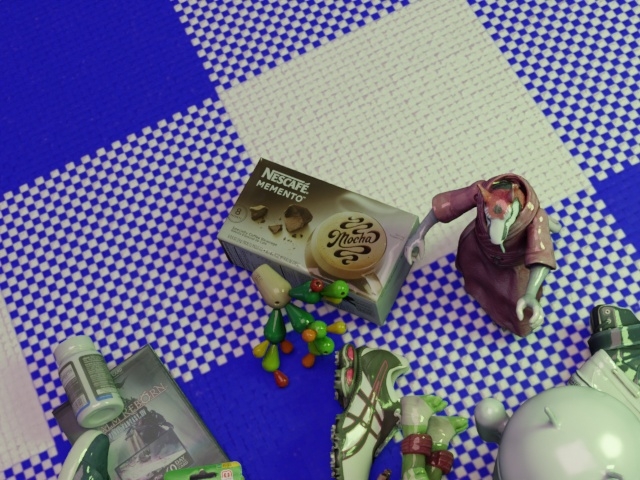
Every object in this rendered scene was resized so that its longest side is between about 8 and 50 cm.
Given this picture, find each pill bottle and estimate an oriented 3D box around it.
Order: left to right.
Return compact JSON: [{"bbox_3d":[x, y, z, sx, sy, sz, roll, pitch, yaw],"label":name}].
[{"bbox_3d":[-0.378,0.227,1.769,0.078,0.078,0.137,-27,63,-5],"label":"pill bottle"}]

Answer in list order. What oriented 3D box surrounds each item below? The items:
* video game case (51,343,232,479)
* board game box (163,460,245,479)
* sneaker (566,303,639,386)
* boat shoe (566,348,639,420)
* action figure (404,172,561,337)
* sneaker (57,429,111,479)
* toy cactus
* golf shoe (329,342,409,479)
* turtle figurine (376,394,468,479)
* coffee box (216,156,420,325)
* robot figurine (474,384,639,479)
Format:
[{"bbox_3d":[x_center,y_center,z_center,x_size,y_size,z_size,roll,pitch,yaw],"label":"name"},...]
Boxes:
[{"bbox_3d":[-0.286,0.327,1.764,0.196,0.026,0.274,-35,66,-9],"label":"video game case"},{"bbox_3d":[-0.166,0.473,1.654,0.124,0.039,0.259,-8,72,1],"label":"board game box"},{"bbox_3d":[0.411,0.189,1.679,0.226,0.086,0.163,-13,74,-8],"label":"sneaker"},{"bbox_3d":[0.477,0.251,1.580,0.258,0.095,0.084,35,100,-20],"label":"boat shoe"},{"bbox_3d":[0.295,-0.007,1.640,0.248,0.370,0.275,36,74,22],"label":"action figure"},{"bbox_3d":[-0.326,0.466,1.646,0.148,0.131,0.350,4,78,10],"label":"sneaker"},{"bbox_3d":[-0.051,0.119,1.738,0.112,0.219,0.180,-22,66,-47],"label":"toy cactus"},{"bbox_3d":[0.074,0.290,1.685,0.120,0.105,0.272,4,66,3],"label":"golf shoe"},{"bbox_3d":[0.185,0.368,1.581,0.198,0.275,0.266,21,60,-19],"label":"turtle figurine"},{"bbox_3d":[0.000,0.000,1.822,0.297,0.119,0.168,22,71,17],"label":"coffee box"},{"bbox_3d":[0.339,0.317,1.486,0.300,0.353,0.199,29,72,18],"label":"robot figurine"}]
